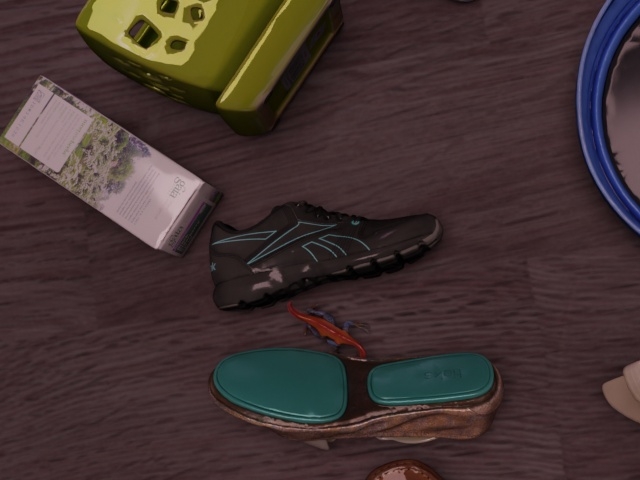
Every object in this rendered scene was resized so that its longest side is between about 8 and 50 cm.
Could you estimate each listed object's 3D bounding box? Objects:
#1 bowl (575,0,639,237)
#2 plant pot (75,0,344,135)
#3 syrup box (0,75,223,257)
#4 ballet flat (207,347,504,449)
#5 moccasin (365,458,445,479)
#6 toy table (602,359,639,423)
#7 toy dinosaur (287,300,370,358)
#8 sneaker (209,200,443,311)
[{"bbox_3d":[0.470,-0.145,1.443,0.391,0.077,0.391,-1,81,9],"label":"bowl"},{"bbox_3d":[-0.104,-0.246,1.479,0.207,0.228,0.227,34,88,5],"label":"plant pot"},{"bbox_3d":[-0.238,-0.083,1.535,0.236,0.096,0.093,33,90,12],"label":"syrup box"},{"bbox_3d":[0.038,0.181,1.448,0.315,0.106,0.108,2,49,7],"label":"ballet flat"},{"bbox_3d":[0.131,0.411,1.379,0.139,0.147,0.380,-14,80,7],"label":"moccasin"},{"bbox_3d":[0.410,0.177,1.334,0.274,0.252,0.161,-26,75,34],"label":"toy table"},{"bbox_3d":[0.012,0.107,1.486,0.082,0.090,0.047,33,105,43],"label":"toy dinosaur"},{"bbox_3d":[0.000,0.000,1.485,0.267,0.101,0.106,-14,78,6],"label":"sneaker"}]
